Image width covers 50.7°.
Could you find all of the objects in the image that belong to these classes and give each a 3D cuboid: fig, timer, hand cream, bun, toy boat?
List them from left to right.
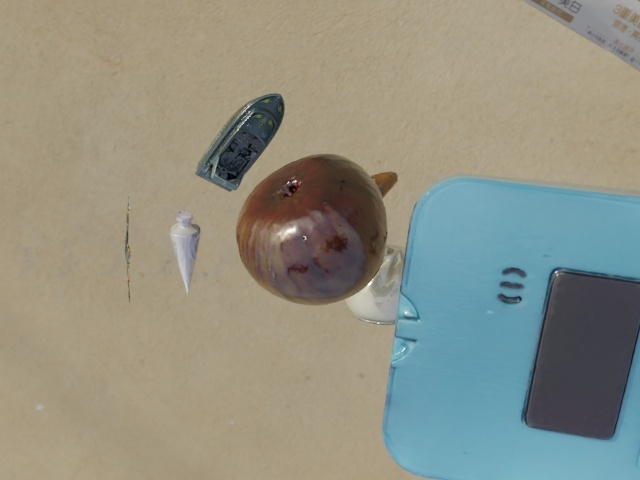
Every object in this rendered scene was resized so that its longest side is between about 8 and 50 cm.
[{"bbox_3d":[-0.234,0.017,1.184,0.053,0.084,0.142,-4,120,-8],"label":"hand cream"},{"bbox_3d":[-0.154,-0.198,1.354,0.092,0.103,0.246,27,116,-33],"label":"toy boat"},{"bbox_3d":[-0.004,-0.012,0.993,0.235,0.235,0.214,-35,110,31],"label":"fig"},{"bbox_3d":[0.121,0.068,1.243,0.172,0.173,0.120,1,121,18],"label":"bun"},{"bbox_3d":[0.178,0.070,0.507,0.249,0.091,0.232,8,104,2],"label":"timer"}]

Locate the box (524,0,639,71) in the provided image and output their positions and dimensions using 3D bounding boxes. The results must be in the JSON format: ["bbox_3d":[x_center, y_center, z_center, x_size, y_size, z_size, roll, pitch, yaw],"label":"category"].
[{"bbox_3d":[0.237,-0.138,0.472,0.218,0.055,0.040,36,126,10],"label":"box"}]

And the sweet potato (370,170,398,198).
[{"bbox_3d":[0.028,-0.046,1.550,0.359,0.112,0.112,-30,107,9],"label":"sweet potato"}]

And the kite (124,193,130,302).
[{"bbox_3d":[-0.220,0.008,0.769,0.004,0.090,0.122,-1,95,-20],"label":"kite"}]
